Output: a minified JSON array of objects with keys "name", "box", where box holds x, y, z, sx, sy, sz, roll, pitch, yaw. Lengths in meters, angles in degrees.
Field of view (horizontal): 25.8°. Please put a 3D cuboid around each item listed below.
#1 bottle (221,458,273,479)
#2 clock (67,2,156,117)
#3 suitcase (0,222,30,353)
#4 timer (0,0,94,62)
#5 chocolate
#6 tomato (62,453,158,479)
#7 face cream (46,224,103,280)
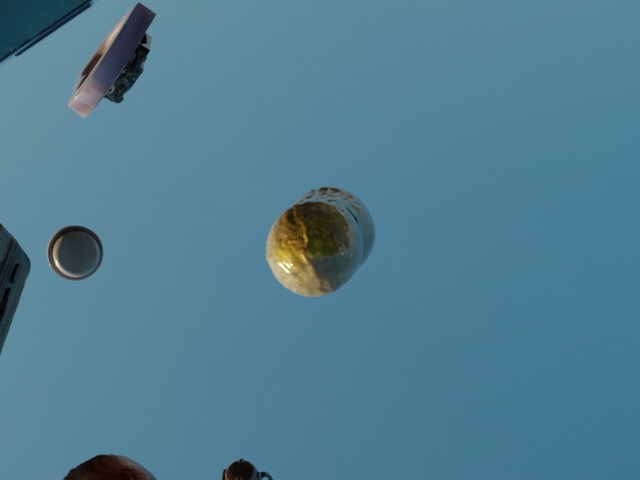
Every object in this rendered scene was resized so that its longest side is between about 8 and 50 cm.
[{"name":"bottle","box":[-0.081,0.272,1.493,0.047,0.101,0.063,22,-124,21]},{"name":"clock","box":[-0.284,-0.254,1.975,0.172,0.064,0.198,-50,-163,12]},{"name":"suitcase","box":[-0.561,0.115,2.050,0.202,0.128,0.312,-6,-132,22]},{"name":"timer","box":[-0.363,-0.303,1.789,0.232,0.091,0.250,-35,-172,1]},{"name":"chocolate","box":[0.000,0.000,1.837,0.134,0.134,0.309,-12,-173,11]},{"name":"tomato","box":[-0.254,0.362,1.688,0.099,0.173,0.189,21,-100,44]},{"name":"face cream","box":[-0.407,0.018,2.299,0.091,0.091,0.095,-29,-166,-13]}]
